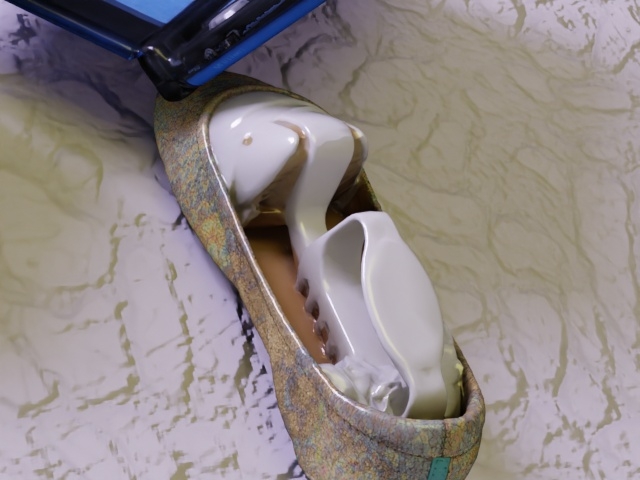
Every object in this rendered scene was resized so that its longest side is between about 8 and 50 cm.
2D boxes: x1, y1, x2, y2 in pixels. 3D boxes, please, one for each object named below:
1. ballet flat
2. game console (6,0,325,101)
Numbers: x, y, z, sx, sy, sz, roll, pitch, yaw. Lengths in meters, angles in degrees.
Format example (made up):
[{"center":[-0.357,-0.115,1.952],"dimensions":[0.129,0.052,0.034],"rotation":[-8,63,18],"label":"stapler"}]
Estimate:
[{"center":[0.000,0.000,0.834],"dimensions":[0.123,0.123,0.348],"rotation":[-5,53,-28],"label":"ballet flat"},{"center":[-0.061,-0.227,0.938],"dimensions":[0.173,0.250,0.293],"rotation":[52,31,-13],"label":"game console"}]
